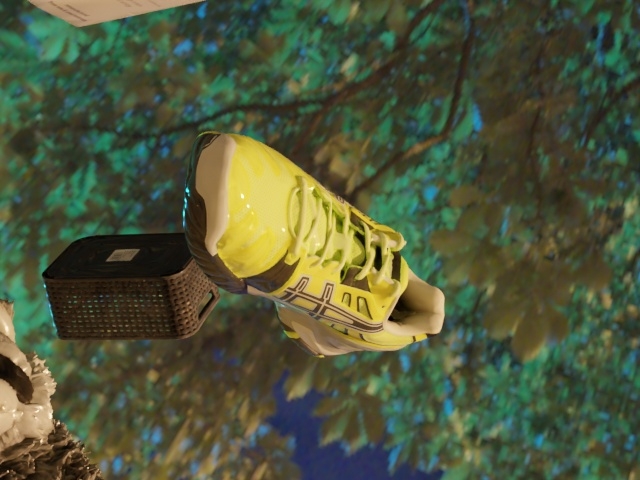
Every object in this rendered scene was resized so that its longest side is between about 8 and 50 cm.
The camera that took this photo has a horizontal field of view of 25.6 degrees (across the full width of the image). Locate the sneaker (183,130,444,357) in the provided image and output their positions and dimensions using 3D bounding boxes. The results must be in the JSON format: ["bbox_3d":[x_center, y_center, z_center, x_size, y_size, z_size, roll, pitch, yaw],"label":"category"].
[{"bbox_3d":[0.000,0.000,1.320,0.147,0.145,0.384,-3,-21,25],"label":"sneaker"}]

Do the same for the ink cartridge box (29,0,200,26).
[{"bbox_3d":[-0.093,-0.316,1.121,0.306,0.131,0.226,-11,-95,12],"label":"ink cartridge box"}]

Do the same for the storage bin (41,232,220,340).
[{"bbox_3d":[-0.222,0.053,1.668,0.180,0.122,0.084,-1,-65,17],"label":"storage bin"}]

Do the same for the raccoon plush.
[{"bbox_3d":[-0.367,0.267,1.436,0.299,0.216,0.446,56,-44,15],"label":"raccoon plush"}]
